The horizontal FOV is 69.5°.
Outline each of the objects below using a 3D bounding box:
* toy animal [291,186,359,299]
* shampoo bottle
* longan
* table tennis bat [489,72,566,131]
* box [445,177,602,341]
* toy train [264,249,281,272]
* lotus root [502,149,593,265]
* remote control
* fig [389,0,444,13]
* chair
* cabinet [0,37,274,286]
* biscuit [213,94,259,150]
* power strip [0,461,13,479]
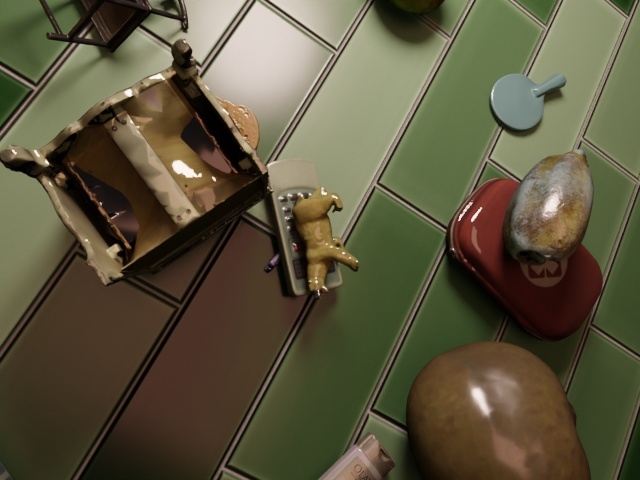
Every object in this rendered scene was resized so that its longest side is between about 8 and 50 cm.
[{"bbox_3d":[0.000,0.000,0.909,0.101,0.103,0.219,-14,87,-15],"label":"toy animal"},{"bbox_3d":[0.042,0.491,0.912,0.227,0.056,0.086,-37,95,-18],"label":"shampoo bottle"},{"bbox_3d":[0.337,0.380,0.886,0.361,0.361,0.361,2,82,-16],"label":"longan"},{"bbox_3d":[0.538,-0.373,1.192,0.237,0.038,0.149,-29,90,-14],"label":"table tennis bat"},{"bbox_3d":[0.479,0.044,1.076,0.404,0.108,0.263,43,73,-7],"label":"box"},{"bbox_3d":[-0.086,0.033,0.958,0.017,0.017,0.083,40,74,-7],"label":"toy train"},{"bbox_3d":[0.479,-0.091,0.960,0.140,0.158,0.322,35,64,-9],"label":"lotus root"},{"bbox_3d":[-0.037,-0.031,0.957,0.123,0.038,0.285,-7,84,-31],"label":"remote control"},{"bbox_3d":[0.209,-0.648,1.067,0.203,0.203,0.225,-31,52,-18],"label":"fig"},{"bbox_3d":[-0.401,-0.465,0.879,0.155,0.141,0.260,62,28,-1],"label":"chair"},{"bbox_3d":[-0.254,-0.105,0.744,0.290,0.318,0.227,-35,94,-6],"label":"cabinet"},{"bbox_3d":[-0.212,-0.208,0.939,0.170,0.050,0.170,0,88,-9],"label":"biscuit"},{"bbox_3d":[-0.564,0.348,0.726,0.043,0.106,0.367,-34,93,-16],"label":"power strip"}]
